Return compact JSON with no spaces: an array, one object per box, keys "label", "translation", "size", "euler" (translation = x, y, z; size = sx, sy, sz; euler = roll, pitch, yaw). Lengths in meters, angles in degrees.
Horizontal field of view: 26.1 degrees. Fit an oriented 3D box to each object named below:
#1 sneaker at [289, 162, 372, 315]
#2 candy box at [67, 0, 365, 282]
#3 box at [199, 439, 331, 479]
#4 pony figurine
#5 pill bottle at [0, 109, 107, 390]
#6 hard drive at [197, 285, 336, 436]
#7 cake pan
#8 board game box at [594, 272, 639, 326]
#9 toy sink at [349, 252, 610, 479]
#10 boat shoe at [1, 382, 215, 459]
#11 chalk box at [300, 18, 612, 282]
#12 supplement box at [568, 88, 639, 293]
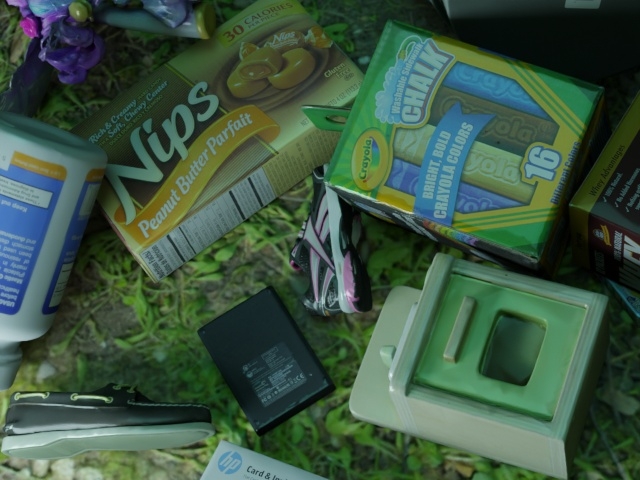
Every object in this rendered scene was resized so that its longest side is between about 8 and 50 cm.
[{"label":"sneaker","translation":[0.000,0.000,1.458],"size":[0.077,0.072,0.178],"euler":[-16,56,16]},{"label":"candy box","translation":[-0.112,-0.121,1.528],"size":[0.316,0.087,0.183],"euler":[-36,62,-6]},{"label":"box","translation":[-0.072,0.300,1.326],"size":[0.145,0.038,0.186],"euler":[17,61,23]},{"label":"pony figurine","translation":[-0.289,-0.287,1.574],"size":[0.363,0.303,0.351],"euler":[-2,32,16]},{"label":"pill bottle","translation":[-0.334,0.012,1.437],"size":[0.152,0.152,0.272],"euler":[24,98,22]},{"label":"hard drive","translation":[-0.058,0.123,1.434],"size":[0.094,0.022,0.135],"euler":[-32,62,-4]},{"label":"cake pan","translation":[0.245,-0.256,1.315],"size":[0.293,0.293,0.054],"euler":[-8,51,8]},{"label":"board game box","translation":[0.354,0.004,1.401],"size":[0.154,0.026,0.103],"euler":[-33,62,-5]},{"label":"toy sink","translation":[0.146,0.112,1.334],"size":[0.234,0.131,0.153],"euler":[15,68,19]},{"label":"boat shoe","translation":[-0.218,0.178,1.408],"size":[0.227,0.081,0.069],"euler":[-6,67,12]},{"label":"chalk box","translation":[0.124,-0.096,1.384],"size":[0.288,0.180,0.179],"euler":[22,87,16]},{"label":"supplement box","translation":[0.371,-0.040,1.329],"size":[0.194,0.129,0.191],"euler":[27,73,23]}]
